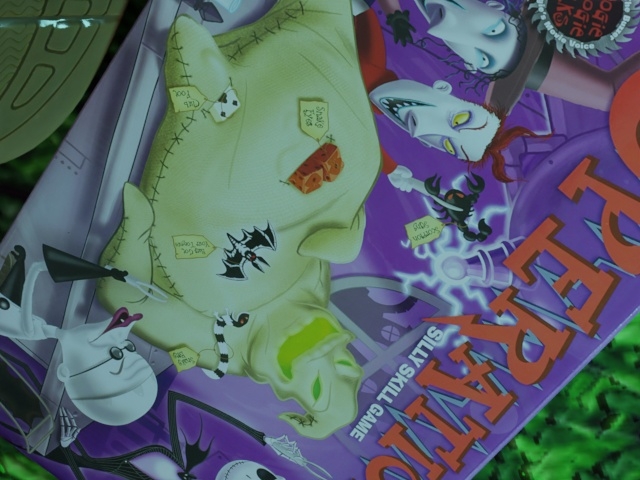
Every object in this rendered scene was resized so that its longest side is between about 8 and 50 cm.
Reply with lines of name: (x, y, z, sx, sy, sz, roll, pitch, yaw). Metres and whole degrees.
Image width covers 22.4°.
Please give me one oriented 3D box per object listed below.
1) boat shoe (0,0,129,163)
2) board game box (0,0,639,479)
boat shoe: (-0.125, -0.169, 0.547, 0.098, 0.109, 0.302, 44, 138, 45)
board game box: (0.000, 0.000, 0.618, 0.208, 0.056, 0.347, 34, 125, -5)
